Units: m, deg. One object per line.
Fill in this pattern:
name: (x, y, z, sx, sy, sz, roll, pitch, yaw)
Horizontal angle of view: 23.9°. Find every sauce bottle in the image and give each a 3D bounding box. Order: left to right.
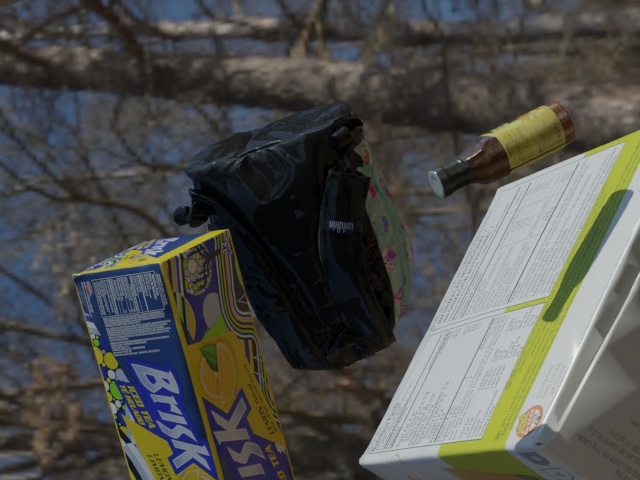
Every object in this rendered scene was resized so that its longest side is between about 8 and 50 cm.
sauce bottle: (0.149, -0.073, 1.256, 0.128, 0.042, 0.042, -25, -66, -17)

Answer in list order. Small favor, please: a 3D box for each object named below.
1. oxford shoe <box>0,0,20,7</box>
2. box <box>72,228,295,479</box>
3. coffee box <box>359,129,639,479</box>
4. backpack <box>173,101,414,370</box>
oxford shoe: (-0.141, -0.113, 0.446, 0.123, 0.130, 0.348, 49, -172, 5)
box: (-0.057, 0.085, 0.708, 0.059, 0.054, 0.169, -29, -71, -56)
coffee box: (0.303, 0.141, 1.393, 0.337, 0.334, 0.338, 34, -112, -14)
backpack: (0.000, 0.000, 1.095, 0.182, 0.152, 0.115, 66, -152, -18)
